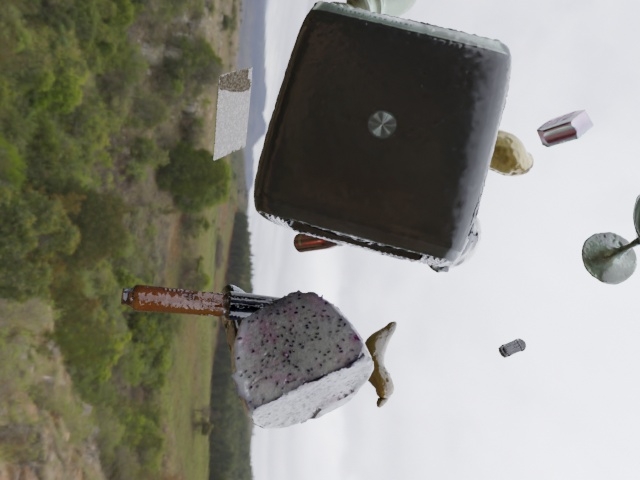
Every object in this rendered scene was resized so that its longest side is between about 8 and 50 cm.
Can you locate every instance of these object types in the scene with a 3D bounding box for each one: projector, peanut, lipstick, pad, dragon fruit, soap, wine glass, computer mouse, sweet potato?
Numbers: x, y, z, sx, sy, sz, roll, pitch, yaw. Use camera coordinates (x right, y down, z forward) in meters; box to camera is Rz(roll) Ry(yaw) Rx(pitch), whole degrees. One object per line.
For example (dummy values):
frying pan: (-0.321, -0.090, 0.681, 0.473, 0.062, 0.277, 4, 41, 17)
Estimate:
projector: (0.112, -0.182, 1.073, 0.242, 0.396, 0.404, 64, 41, -84)
peanut: (0.596, -0.335, 2.030, 0.174, 0.340, 0.158, -40, 142, -63)
lipstick: (-0.293, 0.163, 1.459, 0.077, 0.419, 0.077, -173, -90, -75)
pad: (-0.238, -0.345, 1.536, 0.158, 0.003, 0.234, -41, 147, -54)
dragon fruit: (-0.052, 0.256, 1.217, 0.204, 0.283, 0.221, 84, -21, -59)
soap: (0.654, -0.302, 1.523, 0.056, 0.100, 0.149, 59, -21, -9)
wine glass: (1.058, 0.002, 1.883, 0.406, 0.268, 0.266, 101, -6, -72)
computer mouse: (-0.248, 0.244, 1.744, 0.137, 0.097, 0.233, 113, -36, -53)
sweet potato: (0.199, 0.421, 1.967, 0.098, 0.124, 0.309, 132, -31, -55)

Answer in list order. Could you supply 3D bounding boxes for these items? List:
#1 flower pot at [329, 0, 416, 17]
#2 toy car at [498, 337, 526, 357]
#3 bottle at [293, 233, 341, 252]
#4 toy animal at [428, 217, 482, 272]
flower pot: (0.138, -0.633, 1.728, 0.164, 0.254, 0.367, -126, -136, -63)
toy car: (0.589, 0.330, 1.733, 0.025, 0.093, 0.041, 113, -43, -58)
bottle: (0.000, 0.000, 1.487, 0.164, 0.060, 0.060, -9, -109, 50)
toy animal: (0.359, -0.020, 1.638, 0.267, 0.213, 0.212, -3, 102, -74)
